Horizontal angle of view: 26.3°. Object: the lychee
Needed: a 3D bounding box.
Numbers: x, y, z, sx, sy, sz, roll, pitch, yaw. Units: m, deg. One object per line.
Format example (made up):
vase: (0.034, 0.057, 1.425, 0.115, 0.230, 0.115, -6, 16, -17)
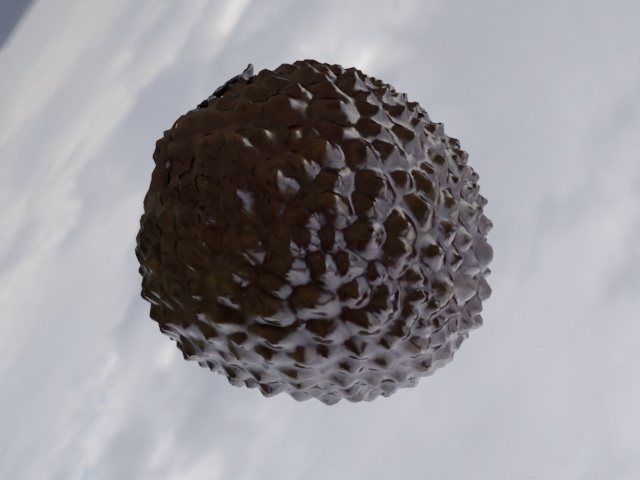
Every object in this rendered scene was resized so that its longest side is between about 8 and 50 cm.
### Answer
lychee: (0.000, 0.000, 0.685, 0.188, 0.188, 0.188, -49, -161, 23)
